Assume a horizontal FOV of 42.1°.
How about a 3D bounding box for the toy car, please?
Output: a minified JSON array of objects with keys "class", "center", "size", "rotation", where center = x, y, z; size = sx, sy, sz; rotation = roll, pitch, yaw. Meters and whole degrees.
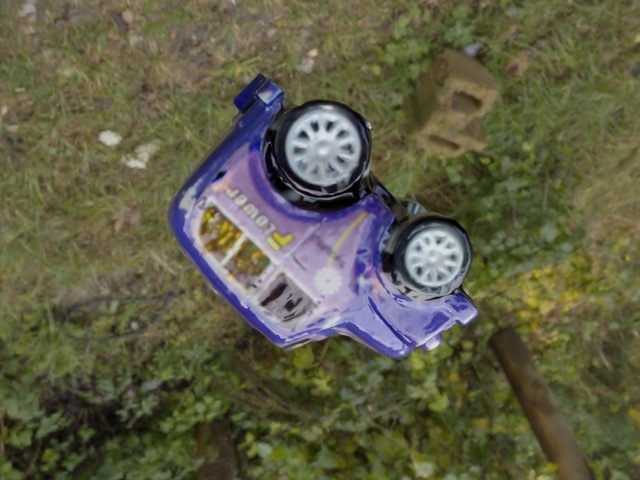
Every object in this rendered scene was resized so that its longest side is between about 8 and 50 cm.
[{"class":"toy car","center":[0.000,0.000,0.619],"size":[0.158,0.235,0.172],"rotation":[-44,-174,2]}]
